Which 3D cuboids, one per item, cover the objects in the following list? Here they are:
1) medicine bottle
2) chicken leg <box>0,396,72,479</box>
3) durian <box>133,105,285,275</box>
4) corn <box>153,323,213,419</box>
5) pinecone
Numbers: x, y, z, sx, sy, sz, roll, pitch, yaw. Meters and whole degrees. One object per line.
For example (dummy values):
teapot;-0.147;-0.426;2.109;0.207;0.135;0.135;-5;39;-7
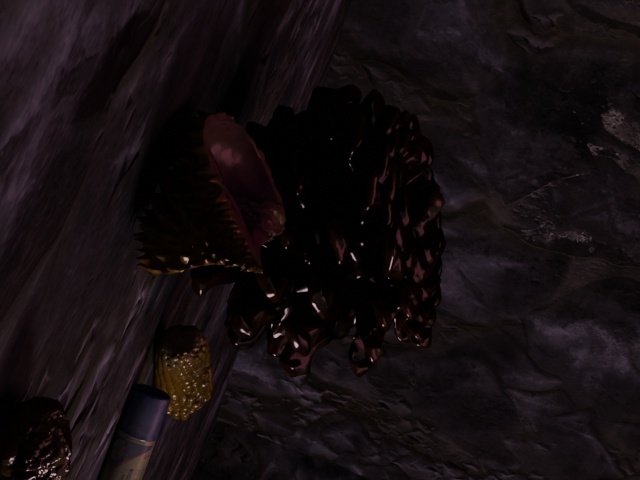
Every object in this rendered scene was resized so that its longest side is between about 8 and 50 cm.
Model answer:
medicine bottle;-0.279;0.322;1.946;0.059;0.059;0.230;-55;165;-83
chicken leg;-0.254;0.186;1.196;0.198;0.069;0.085;129;-40;-73
durian;-0.118;-0.053;1.455;0.260;0.154;0.186;20;68;-83
corn;-0.212;0.201;2.085;0.320;0.097;0.097;103;8;-68
pinecone;0.000;0.000;1.816;0.398;0.398;0.397;21;90;-88
